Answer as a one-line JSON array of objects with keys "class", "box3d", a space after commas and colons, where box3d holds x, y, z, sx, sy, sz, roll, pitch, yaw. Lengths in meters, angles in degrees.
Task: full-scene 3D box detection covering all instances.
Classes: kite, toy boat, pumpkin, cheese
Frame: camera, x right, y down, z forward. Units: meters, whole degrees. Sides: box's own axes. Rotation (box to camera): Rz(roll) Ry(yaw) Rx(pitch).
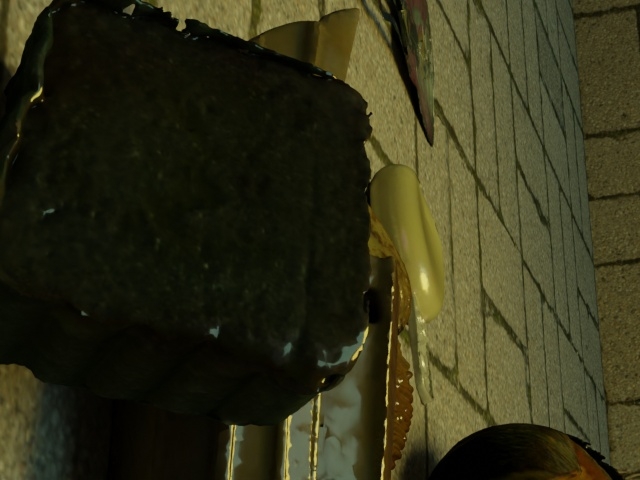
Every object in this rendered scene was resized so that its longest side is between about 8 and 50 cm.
[{"class": "kite", "box3d": [0.089, -0.248, 1.473, 0.360, 0.022, 0.204, 42, 43, -66]}, {"class": "toy boat", "box3d": [-0.021, 0.069, 0.736, 0.162, 0.136, 0.445, 14, 64, -27]}, {"class": "pumpkin", "box3d": [0.218, 0.321, 1.283, 0.320, 0.192, 0.320, 46, 15, -16]}, {"class": "cheese", "box3d": [0.082, 0.046, 1.214, 0.251, 0.054, 0.127, -93, 164, -48]}]

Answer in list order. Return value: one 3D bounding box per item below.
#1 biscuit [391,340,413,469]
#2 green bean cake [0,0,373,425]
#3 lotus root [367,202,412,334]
[{"class": "biscuit", "box3d": [0.047, 0.115, 1.174, 0.228, 0.031, 0.176, -22, 105, -72]}, {"class": "green bean cake", "box3d": [-0.072, -0.010, 0.620, 0.094, 0.173, 0.181, 128, -27, -49]}, {"class": "lotus root", "box3d": [0.000, 0.000, 0.957, 0.094, 0.108, 0.190, 114, -38, -71]}]
